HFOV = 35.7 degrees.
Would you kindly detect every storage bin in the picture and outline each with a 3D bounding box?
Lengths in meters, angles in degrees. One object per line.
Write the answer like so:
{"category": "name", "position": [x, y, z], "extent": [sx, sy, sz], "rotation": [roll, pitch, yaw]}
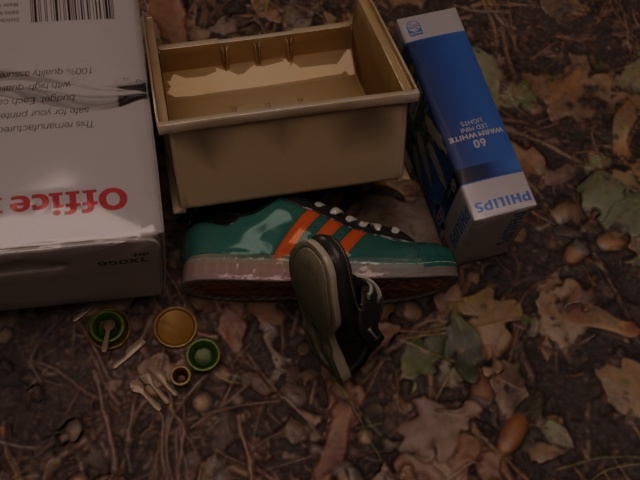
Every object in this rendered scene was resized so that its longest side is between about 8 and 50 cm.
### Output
{"category": "storage bin", "position": [-0.053, -0.169, 1.107], "extent": [0.262, 0.123, 0.260], "rotation": [-9, 42, -7]}

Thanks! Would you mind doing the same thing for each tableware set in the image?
{"category": "tableware set", "position": [-0.187, 0.100, 1.076], "extent": [0.104, 0.024, 0.154], "rotation": [-40, 74, -19]}

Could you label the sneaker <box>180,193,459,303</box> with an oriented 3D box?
{"category": "sneaker", "position": [0.000, 0.000, 1.086], "extent": [0.302, 0.108, 0.121], "rotation": [2, 71, -2]}

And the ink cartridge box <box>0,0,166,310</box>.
{"category": "ink cartridge box", "position": [-0.324, -0.132, 1.053], "extent": [0.285, 0.166, 0.395], "rotation": [-6, 66, -10]}

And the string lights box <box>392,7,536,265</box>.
{"category": "string lights box", "position": [0.152, -0.117, 1.133], "extent": [0.077, 0.133, 0.259], "rotation": [-13, 68, -10]}

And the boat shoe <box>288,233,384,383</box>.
{"category": "boat shoe", "position": [0.022, 0.058, 0.995], "extent": [0.079, 0.233, 0.084], "rotation": [-32, 58, -13]}
